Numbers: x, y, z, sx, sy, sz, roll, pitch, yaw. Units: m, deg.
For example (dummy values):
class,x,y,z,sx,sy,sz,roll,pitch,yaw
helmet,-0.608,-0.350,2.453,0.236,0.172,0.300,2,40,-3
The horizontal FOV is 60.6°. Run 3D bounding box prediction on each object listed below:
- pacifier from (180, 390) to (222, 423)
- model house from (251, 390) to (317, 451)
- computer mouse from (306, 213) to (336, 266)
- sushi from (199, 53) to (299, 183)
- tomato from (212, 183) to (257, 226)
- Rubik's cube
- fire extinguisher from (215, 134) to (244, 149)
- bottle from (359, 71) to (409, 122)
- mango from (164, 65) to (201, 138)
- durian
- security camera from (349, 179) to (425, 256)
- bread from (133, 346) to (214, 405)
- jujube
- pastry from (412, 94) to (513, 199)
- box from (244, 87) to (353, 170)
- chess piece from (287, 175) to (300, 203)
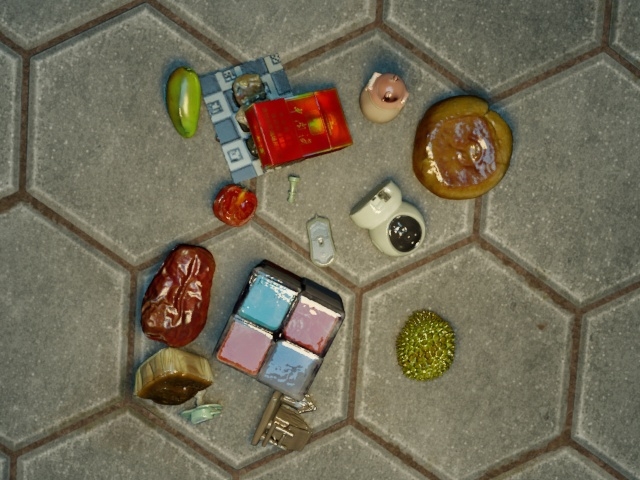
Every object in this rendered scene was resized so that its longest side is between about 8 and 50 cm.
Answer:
class,x,y,z,sx,sy,sz,roll,pitch,yaw
pacifier,-0.403,0.563,1.874,0.150,0.127,0.117,-30,53,27
model house,-0.110,0.614,1.861,0.188,0.122,0.229,26,90,-5
computer mouse,0.000,0.000,1.857,0.089,0.056,0.182,-11,85,-2
sushi,-0.203,-0.409,1.786,0.296,0.100,0.373,-20,94,-8
tomato,-0.297,-0.124,1.815,0.091,0.159,0.139,25,95,39
Rubik's cube,-0.126,0.270,1.743,0.313,0.316,0.318,27,92,-2
fire extinguisher,-0.300,-0.334,1.847,0.100,0.046,0.032,25,138,-10
bottle,0.206,-0.462,1.742,0.147,0.236,0.147,0,94,-2
mango,-0.450,-0.450,1.792,0.111,0.125,0.233,-9,118,-29
durian,0.351,0.363,1.836,0.200,0.176,0.237,12,105,18
security camera,0.233,-0.057,1.798,0.194,0.194,0.236,-40,98,1
bread,-0.481,0.457,1.795,0.192,0.110,0.210,-35,138,16
jujube,-0.454,0.178,1.798,0.216,0.216,0.342,16,81,-2
pastry,0.461,-0.303,1.801,0.356,0.164,0.356,0,93,-7
box,-0.064,-0.359,1.750,0.313,0.089,0.197,-20,93,-30
chess piece,-0.094,-0.170,1.855,0.042,0.042,0.093,7,100,-2
